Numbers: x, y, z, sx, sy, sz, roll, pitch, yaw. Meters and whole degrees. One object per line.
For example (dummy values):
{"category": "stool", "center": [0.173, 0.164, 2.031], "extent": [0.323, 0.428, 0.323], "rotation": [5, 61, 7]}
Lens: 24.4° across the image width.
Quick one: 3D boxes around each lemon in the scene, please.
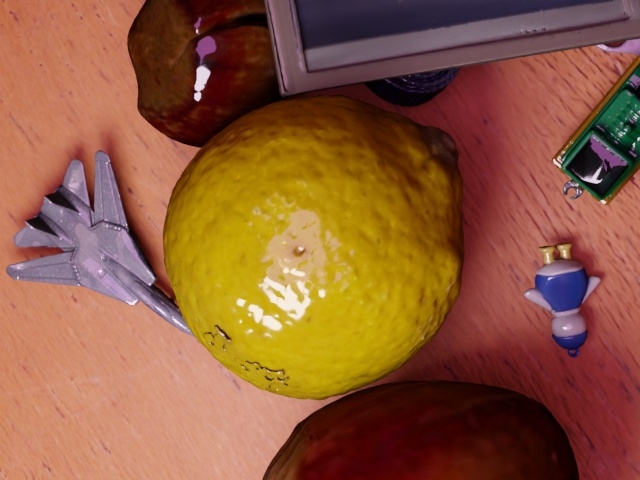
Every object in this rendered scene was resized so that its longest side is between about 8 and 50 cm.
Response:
{"category": "lemon", "center": [0.000, 0.000, 1.727], "extent": [0.350, 0.350, 0.387], "rotation": [46, 108, 3]}

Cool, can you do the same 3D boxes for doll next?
{"category": "doll", "center": [0.300, 0.074, 1.817], "extent": [0.099, 0.057, 0.143], "rotation": [-13, 96, -8]}

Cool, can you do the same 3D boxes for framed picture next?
{"category": "framed picture", "center": [0.142, -0.360, 1.723], "extent": [0.446, 0.028, 0.326], "rotation": [-11, 88, -8]}

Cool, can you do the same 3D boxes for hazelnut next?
{"category": "hazelnut", "center": [-0.126, -0.233, 1.809], "extent": [0.218, 0.218, 0.234], "rotation": [25, 119, 8]}
{"category": "hazelnut", "center": [0.115, 0.332, 1.712], "extent": [0.421, 0.421, 0.353], "rotation": [-33, 55, 13]}

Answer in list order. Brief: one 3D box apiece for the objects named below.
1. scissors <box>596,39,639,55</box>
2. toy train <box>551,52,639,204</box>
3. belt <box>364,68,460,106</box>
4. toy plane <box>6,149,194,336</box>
{"category": "scissors", "center": [0.411, -0.216, 1.779], "extent": [0.110, 0.021, 0.212], "rotation": [-37, 88, 15]}
{"category": "toy train", "center": [0.358, -0.130, 1.736], "extent": [0.091, 0.136, 0.228], "rotation": [40, 114, 4]}
{"category": "belt", "center": [0.081, -0.274, 1.788], "extent": [0.139, 0.126, 0.230], "rotation": [-28, 90, -12]}
{"category": "toy plane", "center": [-0.257, 0.031, 1.914], "extent": [0.267, 0.088, 0.212], "rotation": [39, 103, -3]}
